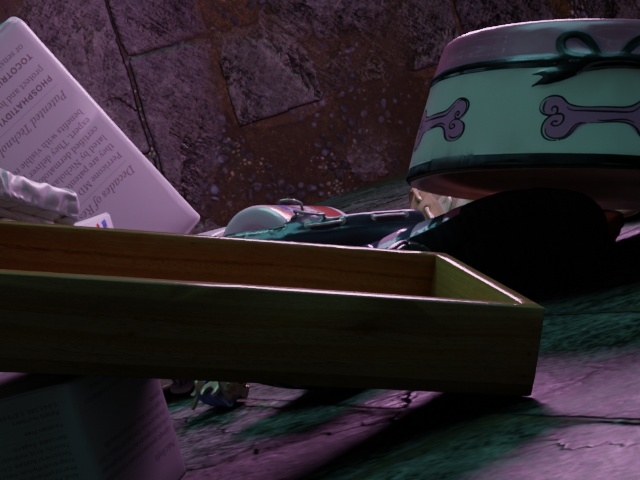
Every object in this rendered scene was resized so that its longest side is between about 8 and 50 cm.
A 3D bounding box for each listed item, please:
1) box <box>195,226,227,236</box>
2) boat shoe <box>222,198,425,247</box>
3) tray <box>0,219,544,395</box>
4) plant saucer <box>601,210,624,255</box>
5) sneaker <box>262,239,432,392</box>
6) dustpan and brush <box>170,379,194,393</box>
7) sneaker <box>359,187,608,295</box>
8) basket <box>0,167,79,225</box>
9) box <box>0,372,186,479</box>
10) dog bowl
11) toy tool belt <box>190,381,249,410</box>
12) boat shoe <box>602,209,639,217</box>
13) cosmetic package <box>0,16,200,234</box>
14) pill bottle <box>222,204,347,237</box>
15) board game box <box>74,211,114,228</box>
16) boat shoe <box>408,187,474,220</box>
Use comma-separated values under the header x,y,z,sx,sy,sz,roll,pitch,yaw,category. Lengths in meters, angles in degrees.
x,y,z,sx,sy,sz,roll,pitch,yaw,category
-0.160,0.065,1.980,0.091,0.130,0.170,-14,5,28,box
0.000,0.000,1.847,0.254,0.079,0.095,-4,-25,3,boat shoe
-0.068,0.048,1.152,0.411,0.076,0.203,3,10,-17,tray
0.239,0.013,1.735,0.200,0.037,0.200,-16,4,1,plant saucer
0.030,0.069,1.443,0.106,0.101,0.267,-17,4,34,sneaker
-0.131,0.127,1.687,0.147,0.060,0.211,-5,14,15,dustpan and brush
0.131,0.017,1.615,0.319,0.112,0.131,-16,7,-3,sneaker
-0.469,0.068,1.602,0.328,0.266,0.331,-14,-20,34,basket
-0.215,0.159,1.136,0.182,0.119,0.181,-16,4,12,box
0.293,-0.122,1.621,0.408,0.150,0.408,2,-4,0,dog bowl
-0.093,0.137,1.457,0.051,0.052,0.083,-52,14,-19,toy tool belt
0.326,-0.069,1.985,0.098,0.109,0.302,-19,10,-34,boat shoe
-0.463,-0.058,2.305,0.327,0.393,0.329,-48,18,-19,cosmetic package
-0.021,0.015,2.014,0.121,0.121,0.216,-14,-7,32,pill bottle
-0.307,0.083,1.915,0.053,0.193,0.305,-15,5,17,board game box
0.152,-0.026,1.990,0.110,0.121,0.341,-38,6,-4,boat shoe
